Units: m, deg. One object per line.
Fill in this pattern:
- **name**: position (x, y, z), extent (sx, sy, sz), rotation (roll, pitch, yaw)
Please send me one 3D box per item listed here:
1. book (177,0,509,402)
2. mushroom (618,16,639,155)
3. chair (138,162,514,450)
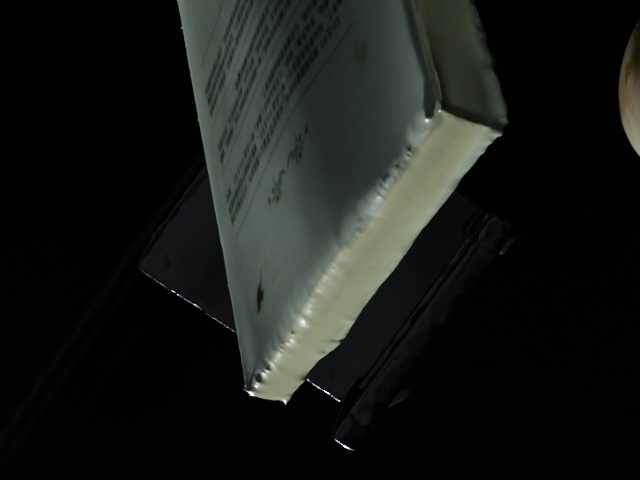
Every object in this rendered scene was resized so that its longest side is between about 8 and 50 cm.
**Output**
- **book**: position (-0.016, -0.109, 0.590), extent (0.201, 0.026, 0.289), rotation (125, -41, -53)
- **mushroom**: position (0.416, -0.130, 1.357), extent (0.292, 0.290, 0.292), rotation (-43, -167, 13)
- **chair**: position (0.000, 0.000, 1.189), extent (0.240, 0.416, 0.203), rotation (37, -87, 7)
